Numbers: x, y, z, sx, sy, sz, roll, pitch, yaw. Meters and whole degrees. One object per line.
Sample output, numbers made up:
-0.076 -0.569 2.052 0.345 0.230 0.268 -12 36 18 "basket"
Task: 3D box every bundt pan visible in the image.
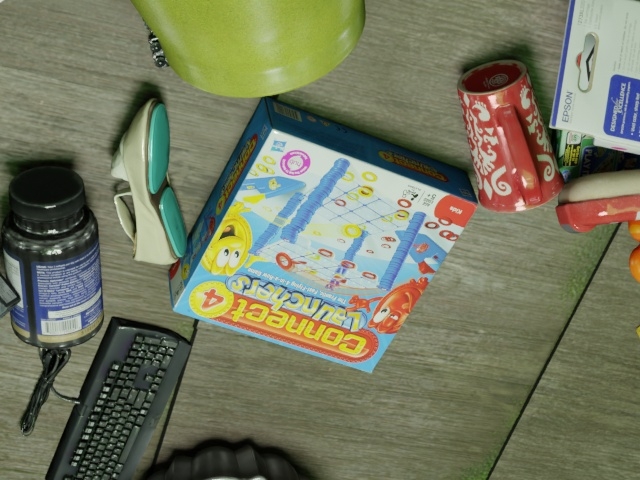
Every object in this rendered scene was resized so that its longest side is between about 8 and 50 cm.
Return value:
-0.140 0.431 2.305 0.331 0.124 0.331 -4 125 -6 "bundt pan"

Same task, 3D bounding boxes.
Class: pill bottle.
-0.342 0.021 1.984 0.123 0.123 0.219 -3 125 -8 "pill bottle"

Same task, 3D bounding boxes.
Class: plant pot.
-0.088 -0.354 1.656 0.366 0.366 0.353 -14 137 0 "plant pot"

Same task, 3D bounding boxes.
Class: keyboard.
-0.323 0.238 2.196 0.201 0.033 0.317 15 120 -19 "keyboard"

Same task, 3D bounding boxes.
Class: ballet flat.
-0.227 -0.071 1.972 0.086 0.086 0.248 -8 126 -4 "ballet flat"

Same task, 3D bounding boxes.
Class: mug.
0.248 -0.131 1.967 0.113 0.150 0.169 -32 121 -23 "mug"

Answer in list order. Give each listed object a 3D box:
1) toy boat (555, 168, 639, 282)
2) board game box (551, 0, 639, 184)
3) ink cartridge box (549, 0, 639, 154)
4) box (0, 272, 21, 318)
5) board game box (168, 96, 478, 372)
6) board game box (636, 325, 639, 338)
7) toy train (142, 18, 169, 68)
0.423 -0.016 1.995 0.231 0.151 0.151 -6 89 -5 "toy boat"
0.416 -0.212 1.999 0.213 0.046 0.317 -3 125 -7 "board game box"
0.450 -0.184 1.903 0.371 0.069 0.175 11 86 -18 "ink cartridge box"
-0.518 0.045 1.950 0.183 0.059 0.232 -39 92 16 "box"
0.000 0.000 2.050 0.308 0.086 0.302 19 119 -21 "board game box"
0.593 0.085 2.243 0.124 0.039 0.259 35 115 -29 "board game box"
-0.198 -0.277 1.859 0.036 0.027 0.158 -15 126 -4 "toy train"
